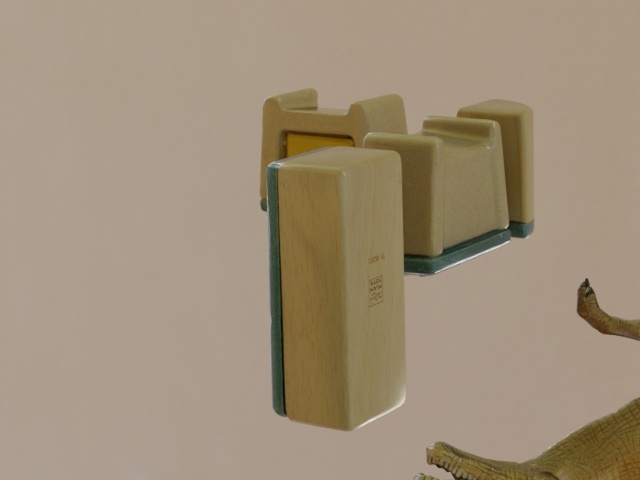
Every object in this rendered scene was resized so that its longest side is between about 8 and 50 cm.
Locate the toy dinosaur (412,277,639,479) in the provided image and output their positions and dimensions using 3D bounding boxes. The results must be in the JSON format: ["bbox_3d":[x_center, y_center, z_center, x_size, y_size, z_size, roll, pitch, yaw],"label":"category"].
[{"bbox_3d":[0.114,0.036,0.400,0.183,0.053,0.092,3,-97,19],"label":"toy dinosaur"}]

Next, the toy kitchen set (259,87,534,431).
[{"bbox_3d":[0.000,0.000,1.004,0.166,0.207,0.122,7,-75,33],"label":"toy kitchen set"}]
